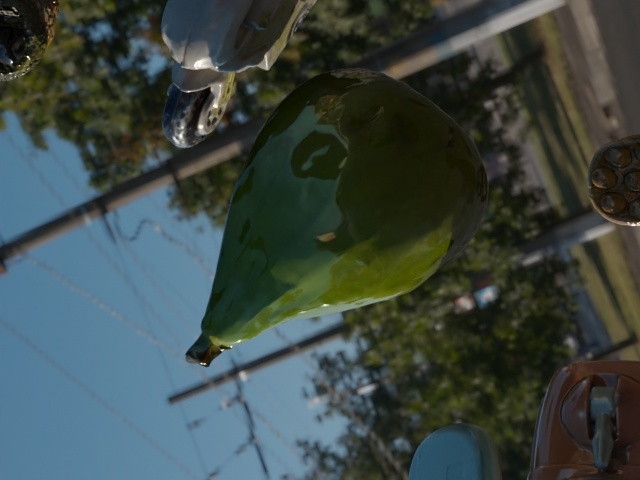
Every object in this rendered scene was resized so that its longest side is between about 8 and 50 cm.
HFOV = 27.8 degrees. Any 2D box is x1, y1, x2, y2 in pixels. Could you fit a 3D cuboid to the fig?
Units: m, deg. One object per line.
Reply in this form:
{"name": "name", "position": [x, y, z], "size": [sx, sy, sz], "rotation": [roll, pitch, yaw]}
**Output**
{"name": "fig", "position": [0.028, -0.009, 1.195], "size": [0.233, 0.233, 0.314], "rotation": [56, -133, -58]}

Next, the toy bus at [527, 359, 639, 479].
{"name": "toy bus", "position": [0.290, 0.249, 1.251], "size": [0.232, 0.194, 0.288], "rotation": [66, -150, -49]}

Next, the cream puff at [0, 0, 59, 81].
{"name": "cream puff", "position": [-0.436, -0.292, 1.741], "size": [0.183, 0.183, 0.169], "rotation": [64, 177, -29]}

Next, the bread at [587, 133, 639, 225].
{"name": "bread", "position": [0.350, -0.066, 1.433], "size": [0.110, 0.110, 0.024], "rotation": [67, -164, -8]}

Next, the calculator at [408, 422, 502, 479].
{"name": "calculator", "position": [0.130, 0.286, 1.359], "size": [0.295, 0.042, 0.184], "rotation": [127, 150, -70]}

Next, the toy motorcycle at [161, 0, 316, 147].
{"name": "toy motorcycle", "position": [-0.060, -0.258, 1.230], "size": [0.108, 0.341, 0.223], "rotation": [27, 159, 14]}
